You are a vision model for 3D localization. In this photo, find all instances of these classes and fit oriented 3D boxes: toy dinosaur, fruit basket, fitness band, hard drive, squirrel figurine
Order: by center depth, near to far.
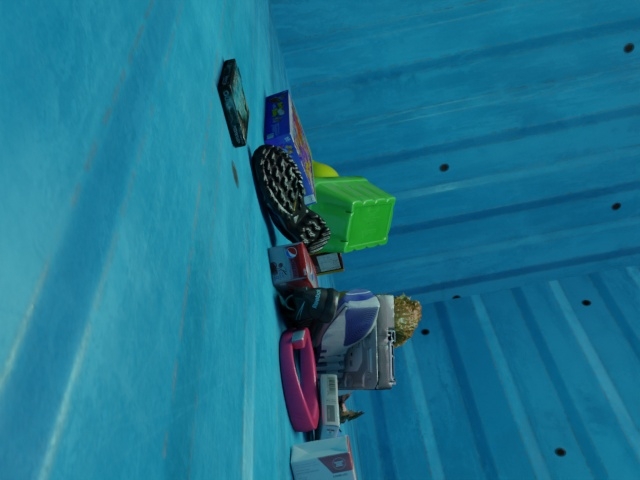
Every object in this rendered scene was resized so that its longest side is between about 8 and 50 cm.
[{"bbox_3d":[-0.043,0.302,1.555,0.291,0.054,0.209,-35,117,-86],"label":"fitness band"},{"bbox_3d":[0.077,0.274,1.852,0.339,0.064,0.237,-19,-111,59],"label":"hard drive"},{"bbox_3d":[0.063,0.479,2.259,0.296,0.127,0.200,66,19,-52],"label":"toy dinosaur"},{"bbox_3d":[0.020,-0.116,2.351,0.392,0.392,0.283,-87,-174,-77],"label":"fruit basket"},{"bbox_3d":[0.205,0.357,2.635,0.370,0.397,0.281,58,15,-56],"label":"squirrel figurine"}]

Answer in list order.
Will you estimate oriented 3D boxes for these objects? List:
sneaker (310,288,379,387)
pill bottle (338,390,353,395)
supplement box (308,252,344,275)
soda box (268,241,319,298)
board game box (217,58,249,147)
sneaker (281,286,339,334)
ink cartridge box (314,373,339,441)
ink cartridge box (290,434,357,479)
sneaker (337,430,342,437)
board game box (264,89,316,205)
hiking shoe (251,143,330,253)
[{"bbox_3d":[0.014,0.213,1.777,0.315,0.127,0.182,-63,-144,35],"label":"sneaker"},{"bbox_3d":[0.040,0.342,2.125,0.131,0.131,0.229,74,7,-61],"label":"pill bottle"},{"bbox_3d":[0.000,0.000,2.585,0.194,0.129,0.191,74,6,-59],"label":"supplement box"},{"bbox_3d":[-0.058,0.084,1.692,0.263,0.083,0.092,66,14,-74],"label":"soda box"},{"bbox_3d":[-0.171,-0.278,1.416,0.186,0.026,0.126,-95,173,-60],"label":"board game box"},{"bbox_3d":[-0.039,0.152,1.646,0.267,0.106,0.101,131,-29,-66],"label":"sneaker"},{"bbox_3d":[0.013,0.430,1.683,0.145,0.045,0.179,-93,-174,-47],"label":"ink cartridge box"},{"bbox_3d":[0.018,0.489,1.372,0.067,0.115,0.198,-93,171,-74],"label":"ink cartridge box"},{"bbox_3d":[0.032,0.504,1.736,0.209,0.082,0.069,-96,-161,-50],"label":"sneaker"},{"bbox_3d":[-0.091,-0.279,2.125,0.347,0.078,0.233,-96,167,-58],"label":"board game box"},{"bbox_3d":[-0.096,-0.094,1.669,0.132,0.113,0.304,16,-39,49],"label":"hiking shoe"}]
